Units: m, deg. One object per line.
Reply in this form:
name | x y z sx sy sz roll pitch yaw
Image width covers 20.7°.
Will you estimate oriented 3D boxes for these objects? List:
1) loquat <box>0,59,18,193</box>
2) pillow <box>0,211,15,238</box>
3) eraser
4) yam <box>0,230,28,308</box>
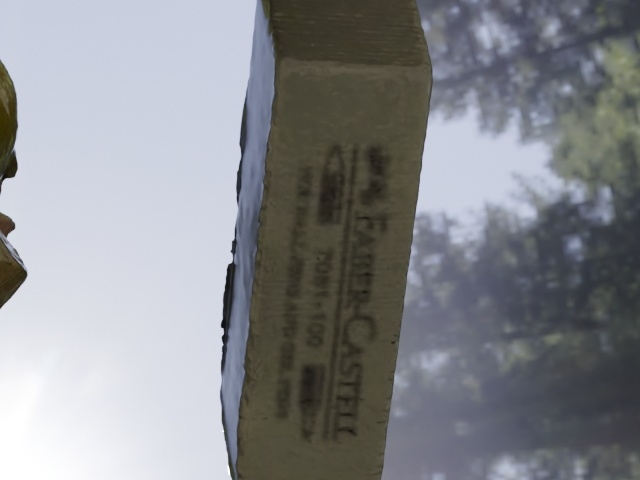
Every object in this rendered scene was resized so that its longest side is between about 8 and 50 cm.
loquat | -0.283 -0.083 1.114 0.195 0.152 0.152 24 -118 -10
pillow | -0.373 -0.002 1.485 0.236 0.084 0.223 43 -142 -32
eraser | 0.000 0.000 1.188 0.111 0.077 0.352 3 -76 -15
yam | -0.280 0.107 0.799 0.357 0.081 0.081 -41 -63 -1
